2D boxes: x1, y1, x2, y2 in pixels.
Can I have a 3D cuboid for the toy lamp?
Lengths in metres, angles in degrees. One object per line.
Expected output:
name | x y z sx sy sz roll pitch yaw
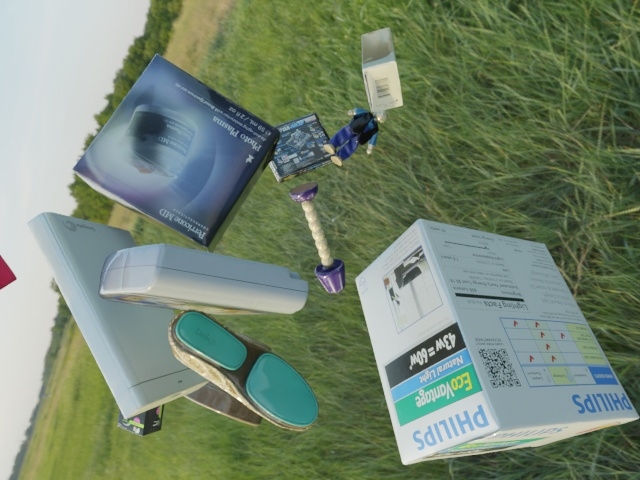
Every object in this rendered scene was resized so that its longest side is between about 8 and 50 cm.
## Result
toy lamp | 0.000 0.000 1.072 0.080 0.080 0.274 31 141 63

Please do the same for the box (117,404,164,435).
box | -0.392 0.380 0.979 0.084 0.052 0.062 3 85 30

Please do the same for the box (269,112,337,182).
box | -0.075 -0.306 1.471 0.175 0.221 0.051 62 161 9

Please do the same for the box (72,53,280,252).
box | -0.289 -0.168 0.960 0.293 0.297 0.183 -61 6 -11

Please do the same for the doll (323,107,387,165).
doll | 0.100 -0.274 1.154 0.189 0.129 0.046 -43 29 -11

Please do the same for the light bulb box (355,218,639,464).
light bulb box | 0.301 0.186 0.833 0.225 0.358 0.360 -51 41 44

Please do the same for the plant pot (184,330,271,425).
plant pot | -0.263 0.413 1.388 0.263 0.263 0.229 -13 50 61

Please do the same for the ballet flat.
ballet flat | -0.094 0.157 0.540 0.073 0.206 0.067 -54 6 -37

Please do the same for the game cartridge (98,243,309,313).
game cartridge | -0.173 0.060 0.578 0.297 0.198 0.062 -15 69 57

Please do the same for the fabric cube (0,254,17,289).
fabric cube | -0.820 0.067 0.832 0.259 0.254 0.258 -18 22 14

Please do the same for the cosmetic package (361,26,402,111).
cosmetic package | 0.078 -0.220 0.574 0.041 0.060 0.115 -9 41 13

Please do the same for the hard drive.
hard drive | -0.340 0.120 0.793 0.047 0.233 0.352 -35 77 5
